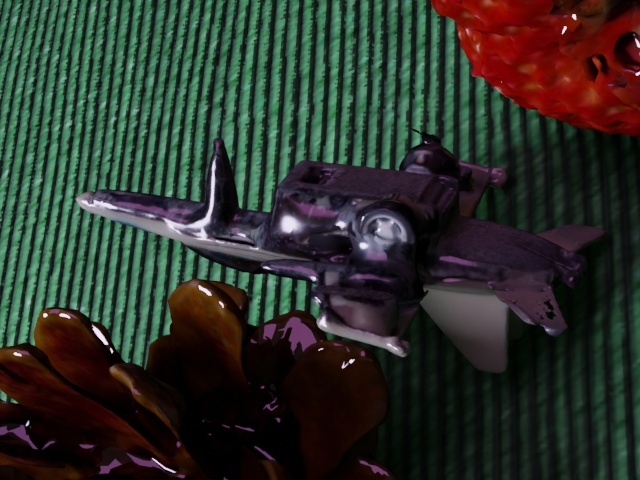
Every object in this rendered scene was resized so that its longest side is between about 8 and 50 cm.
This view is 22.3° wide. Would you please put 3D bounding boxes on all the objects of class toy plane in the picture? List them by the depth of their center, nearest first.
[{"bbox_3d":[0.001,-0.010,0.790,0.262,0.088,0.192,17,31,12],"label":"toy plane"}]

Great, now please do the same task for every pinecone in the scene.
[{"bbox_3d":[-0.080,0.130,0.760,0.202,0.201,0.228,7,90,53],"label":"pinecone"}]

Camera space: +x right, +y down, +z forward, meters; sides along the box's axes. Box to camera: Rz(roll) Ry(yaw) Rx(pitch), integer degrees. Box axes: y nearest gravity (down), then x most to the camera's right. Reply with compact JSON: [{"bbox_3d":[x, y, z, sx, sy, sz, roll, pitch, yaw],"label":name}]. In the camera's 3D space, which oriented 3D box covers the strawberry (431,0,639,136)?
[{"bbox_3d":[0.135,-0.191,0.766,0.250,0.238,0.288,-47,35,-2],"label":"strawberry"}]
